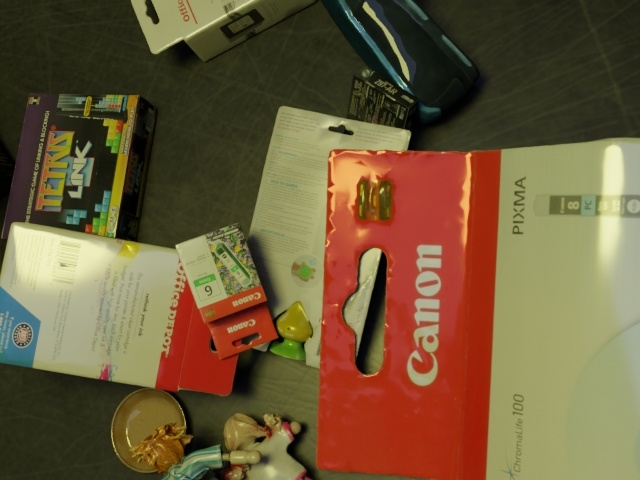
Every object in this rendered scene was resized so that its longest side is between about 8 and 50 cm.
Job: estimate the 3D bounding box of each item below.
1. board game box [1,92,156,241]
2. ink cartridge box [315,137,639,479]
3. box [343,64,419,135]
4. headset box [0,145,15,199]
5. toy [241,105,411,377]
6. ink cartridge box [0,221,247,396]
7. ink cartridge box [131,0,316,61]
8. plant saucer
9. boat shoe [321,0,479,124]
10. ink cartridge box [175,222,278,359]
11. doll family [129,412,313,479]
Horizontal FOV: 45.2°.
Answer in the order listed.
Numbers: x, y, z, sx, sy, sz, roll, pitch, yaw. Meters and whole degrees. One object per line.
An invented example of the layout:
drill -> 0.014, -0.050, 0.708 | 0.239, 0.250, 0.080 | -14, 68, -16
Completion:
board game box -> -0.264, -0.075, 0.847 | 0.141, 0.048, 0.170 | 4, 80, 15
ink cartridge box -> 0.181, 0.071, 0.639 | 0.385, 0.091, 0.308 | 3, 90, 12
box -> 0.058, -0.120, 0.751 | 0.067, 0.083, 0.018 | 36, 58, 20
headset box -> -0.484, -0.145, 0.785 | 0.131, 0.246, 0.283 | -36, 88, 5
toy -> 0.000, 0.000, 0.755 | 0.137, 0.056, 0.237 | 14, 88, 18
ink cartridge box -> -0.189, 0.067, 0.754 | 0.231, 0.078, 0.134 | 11, 87, -5
ink cartridge box -> -0.109, -0.272, 0.838 | 0.180, 0.060, 0.104 | -26, 74, 9
plant saucer -> -0.172, 0.193, 0.783 | 0.083, 0.015, 0.083 | -3, 77, 15
boat shoe -> 0.062, -0.238, 0.777 | 0.089, 0.109, 0.258 | -34, 88, -1
ink cartridge box -> -0.085, 0.048, 0.712 | 0.063, 0.029, 0.115 | -20, 90, -8
doll family -> -0.125, 0.259, 0.701 | 0.263, 0.118, 0.163 | -43, 71, 4
